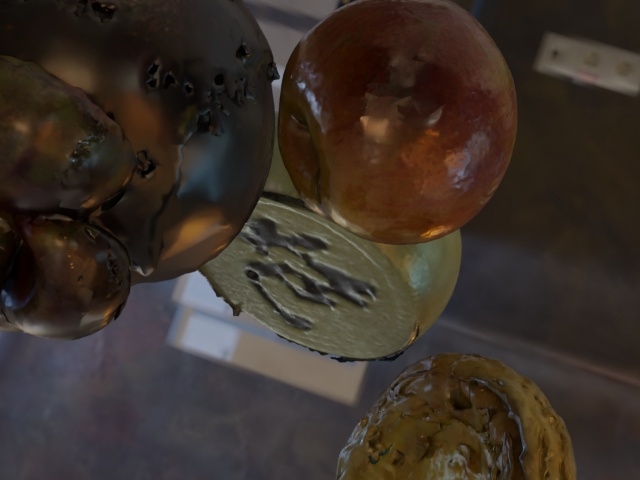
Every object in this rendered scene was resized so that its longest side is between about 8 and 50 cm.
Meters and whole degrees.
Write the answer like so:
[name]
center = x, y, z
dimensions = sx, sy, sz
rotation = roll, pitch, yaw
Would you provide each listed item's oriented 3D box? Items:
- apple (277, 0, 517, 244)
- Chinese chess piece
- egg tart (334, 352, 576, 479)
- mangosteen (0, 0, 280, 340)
[apple]
center = 0.062, -0.095, 1.185
dimensions = 0.173, 0.195, 0.160
rotation = -15, 174, -23
[Chinese chess piece]
center = 0.000, 0.000, 1.921
dimensions = 0.349, 0.146, 0.349
rotation = 21, 148, 14
[egg tart]
center = 0.121, 0.234, 1.280
dimensions = 0.107, 0.291, 0.290
rotation = 10, 177, -37
[mangosteen]
center = -0.239, -0.109, 1.387
dimensions = 0.381, 0.381, 0.421
rotation = 14, -155, 26
